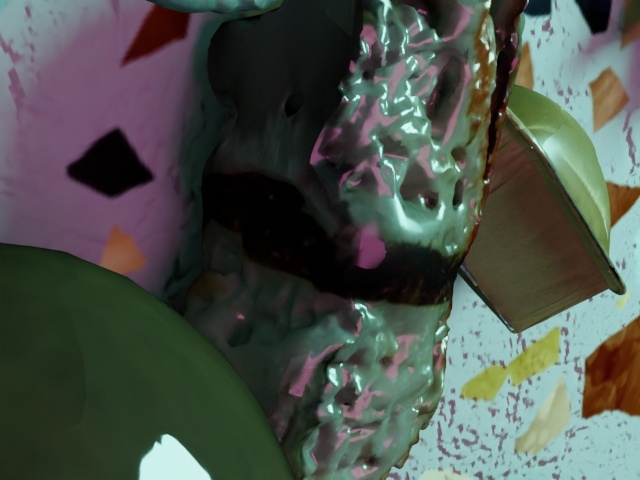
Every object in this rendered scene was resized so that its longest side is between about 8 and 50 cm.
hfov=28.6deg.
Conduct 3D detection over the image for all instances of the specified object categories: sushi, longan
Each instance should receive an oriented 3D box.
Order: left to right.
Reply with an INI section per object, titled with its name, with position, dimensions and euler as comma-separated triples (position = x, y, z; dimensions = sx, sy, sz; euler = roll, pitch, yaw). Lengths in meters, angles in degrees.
[longan]
position = -0.133, 0.124, 0.446
dimensions = 0.258, 0.258, 0.258
euler = -18, 119, -36
[sushi]
position = 0.000, 0.000, 0.595
dimensions = 0.130, 0.124, 0.332
euler = 1, 106, -42

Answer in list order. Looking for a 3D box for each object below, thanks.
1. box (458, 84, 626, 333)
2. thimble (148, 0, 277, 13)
[box]
position = 0.107, -0.025, 0.698
dimensions = 0.111, 0.111, 0.177
euler = -54, 134, -11
[thimble]
position = -0.044, -0.198, 0.439
dimensions = 0.235, 0.143, 0.198
euler = -33, 141, -28
